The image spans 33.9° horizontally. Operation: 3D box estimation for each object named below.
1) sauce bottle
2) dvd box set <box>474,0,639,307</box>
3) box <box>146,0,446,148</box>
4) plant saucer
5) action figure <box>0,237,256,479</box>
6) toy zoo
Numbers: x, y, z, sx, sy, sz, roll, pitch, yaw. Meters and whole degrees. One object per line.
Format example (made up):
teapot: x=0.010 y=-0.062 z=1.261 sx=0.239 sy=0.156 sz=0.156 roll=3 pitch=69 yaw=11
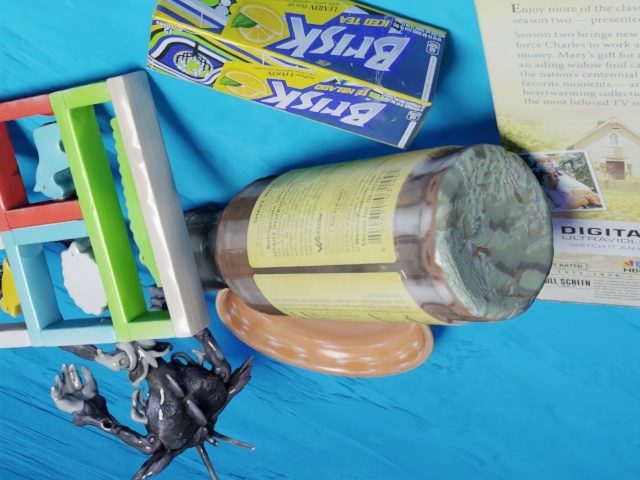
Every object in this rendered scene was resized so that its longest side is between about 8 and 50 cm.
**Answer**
sauce bottle: x=0.000 y=0.000 z=0.731 sx=0.111 sy=0.111 sz=0.344 roll=35 pitch=159 yaw=-32
dvd box set: x=0.248 y=-0.082 z=0.574 sx=0.308 sy=0.062 sz=0.420 roll=2 pitch=149 yaw=20
box: x=-0.014 y=-0.114 z=0.630 sx=0.169 sy=0.059 sz=0.054 roll=17 pitch=152 yaw=-4
plant saucer: x=0.006 y=0.065 z=0.950 sx=0.200 sy=0.037 sz=0.200 roll=10 pitch=149 yaw=6
action figure: x=-0.170 y=0.104 z=0.962 sx=0.141 sy=0.164 sz=0.275 roll=19 pitch=147 yaw=58
toy zoo: x=-0.231 y=-0.011 z=0.809 sx=0.293 sy=0.030 sz=0.192 roll=-6 pitch=104 yaw=30
